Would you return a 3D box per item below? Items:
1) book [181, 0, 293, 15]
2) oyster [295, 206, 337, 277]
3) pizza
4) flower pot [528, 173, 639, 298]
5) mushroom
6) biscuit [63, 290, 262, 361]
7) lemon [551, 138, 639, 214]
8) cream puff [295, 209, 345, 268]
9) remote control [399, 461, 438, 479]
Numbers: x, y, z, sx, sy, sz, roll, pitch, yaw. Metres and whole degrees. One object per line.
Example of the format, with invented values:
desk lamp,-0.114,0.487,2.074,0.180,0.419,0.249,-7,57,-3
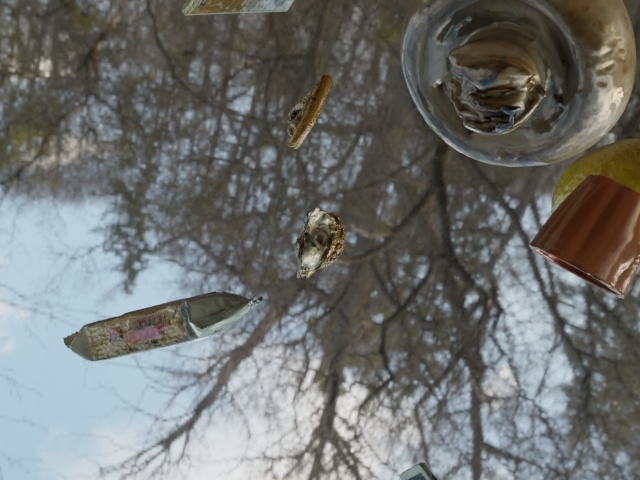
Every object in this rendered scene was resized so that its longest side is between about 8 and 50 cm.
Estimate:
book,-0.123,-0.620,2.154,0.032,0.269,0.389,50,-145,13
oyster,-0.020,0.003,2.123,0.053,0.165,0.108,3,152,33
pizza,-0.037,-0.305,2.188,0.036,0.184,0.176,28,-173,-22
flower pot,0.490,-0.017,1.676,0.191,0.173,0.190,28,-179,-1
mushroom,0.284,-0.267,1.433,0.362,0.362,0.294,23,-137,18
biscuit,-0.268,0.146,1.624,0.309,0.079,0.186,-16,180,30
lemon,0.712,-0.083,2.244,0.336,0.336,0.336,12,-155,-5
cream puff,0.004,0.001,2.260,0.103,0.143,0.126,23,171,-20
remote control,0.210,0.462,1.658,0.166,0.065,0.029,52,-138,4
